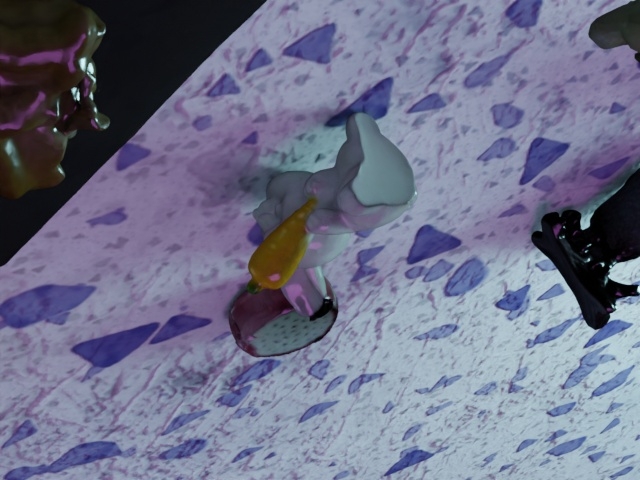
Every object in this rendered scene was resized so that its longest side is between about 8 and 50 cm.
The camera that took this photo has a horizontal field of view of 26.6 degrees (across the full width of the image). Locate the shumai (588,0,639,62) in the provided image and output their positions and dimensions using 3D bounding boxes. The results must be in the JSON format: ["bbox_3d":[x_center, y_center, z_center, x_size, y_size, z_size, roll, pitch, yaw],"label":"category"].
[{"bbox_3d":[0.305,-0.212,0.800,0.324,0.397,0.323,-43,-178,-24],"label":"shumai"}]

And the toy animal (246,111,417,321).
[{"bbox_3d":[0.000,0.000,1.088,0.127,0.131,0.181,25,136,-29],"label":"toy animal"}]

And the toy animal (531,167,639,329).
[{"bbox_3d":[0.327,-0.016,1.353,0.210,0.121,0.117,-33,170,0],"label":"toy animal"}]

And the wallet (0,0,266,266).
[{"bbox_3d":[-0.174,-0.103,0.842,0.377,0.051,0.197,-42,149,25],"label":"wallet"}]

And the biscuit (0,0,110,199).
[{"bbox_3d":[-0.176,-0.175,0.614,0.268,0.115,0.366,12,130,-29],"label":"biscuit"}]

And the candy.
[{"bbox_3d":[-0.033,0.068,1.245,0.103,0.043,0.103,-20,151,-12],"label":"candy"}]
